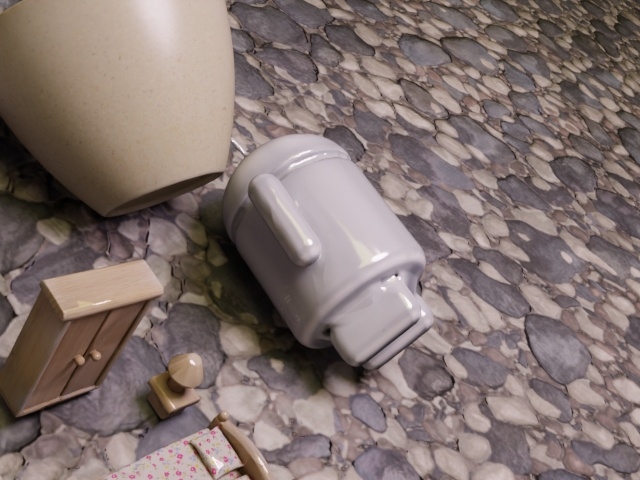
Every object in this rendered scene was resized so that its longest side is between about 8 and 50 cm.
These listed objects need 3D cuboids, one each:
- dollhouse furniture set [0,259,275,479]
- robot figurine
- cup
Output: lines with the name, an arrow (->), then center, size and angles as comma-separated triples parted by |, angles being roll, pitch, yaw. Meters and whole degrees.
dollhouse furniture set -> -0.165, 0.212, 0.712 | 0.303, 0.174, 0.356 | -13, 57, -49
robot figurine -> 0.000, 0.000, 1.033 | 0.353, 0.199, 0.300 | 54, 5, 23
cup -> -0.241, -0.169, 0.999 | 0.331, 0.331, 0.237 | -23, 92, -44
